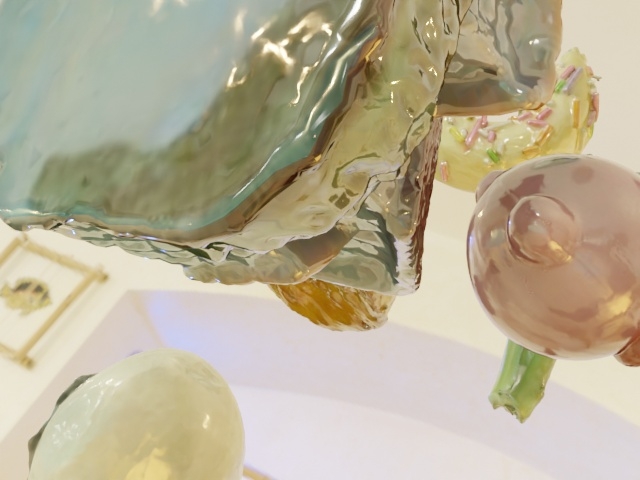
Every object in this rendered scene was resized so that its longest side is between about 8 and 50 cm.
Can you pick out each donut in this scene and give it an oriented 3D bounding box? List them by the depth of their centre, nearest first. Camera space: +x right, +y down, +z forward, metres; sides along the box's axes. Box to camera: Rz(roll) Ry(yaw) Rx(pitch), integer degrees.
[{"bbox_3d":[0.001,0.000,1.085,0.278,0.108,0.277,38,-25,21],"label":"donut"},{"bbox_3d":[0.301,-0.232,1.509,0.371,0.307,0.150,13,-19,10],"label":"donut"}]

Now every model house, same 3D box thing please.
[{"bbox_3d":[0.025,-0.123,0.522,0.298,0.360,0.339,-3,-18,37],"label":"model house"}]

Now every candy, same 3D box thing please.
[{"bbox_3d":[-0.288,0.374,1.391,0.186,0.386,0.426,31,-58,45],"label":"candy"}]

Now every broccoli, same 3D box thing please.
[{"bbox_3d":[0.267,0.057,0.944,0.146,0.304,0.165,25,-10,10],"label":"broccoli"}]

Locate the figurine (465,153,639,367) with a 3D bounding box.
[{"bbox_3d":[0.198,0.010,0.677,0.173,0.173,0.173,26,-30,17],"label":"figurine"}]
